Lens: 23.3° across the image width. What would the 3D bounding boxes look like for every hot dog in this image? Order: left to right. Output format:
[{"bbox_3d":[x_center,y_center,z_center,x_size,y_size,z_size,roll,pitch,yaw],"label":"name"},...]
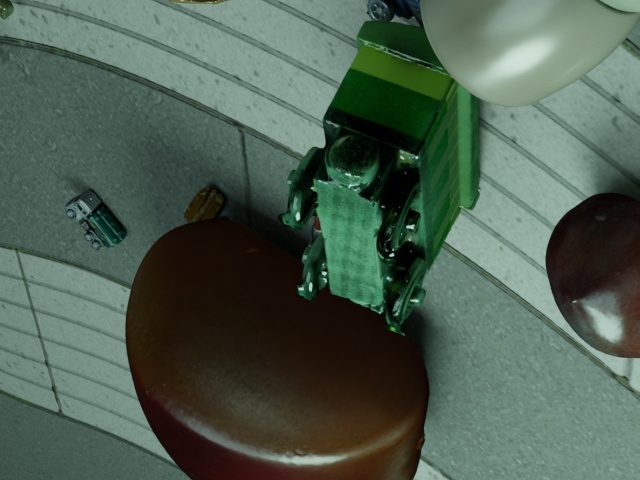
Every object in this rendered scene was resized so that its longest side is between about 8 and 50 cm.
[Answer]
[{"bbox_3d":[-0.138,-0.040,1.861,0.037,0.021,0.083,29,147,-10],"label":"hot dog"}]

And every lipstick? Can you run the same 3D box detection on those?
[{"bbox_3d":[0.000,0.000,1.735,0.025,0.025,0.107,31,146,24],"label":"lipstick"}]

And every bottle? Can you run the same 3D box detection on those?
[{"bbox_3d":[0.200,-0.207,1.172,0.147,0.147,0.236,52,140,-9],"label":"bottle"}]

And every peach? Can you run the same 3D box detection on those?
[{"bbox_3d":[0.265,0.026,1.341,0.152,0.152,0.152,30,145,25],"label":"peach"}]

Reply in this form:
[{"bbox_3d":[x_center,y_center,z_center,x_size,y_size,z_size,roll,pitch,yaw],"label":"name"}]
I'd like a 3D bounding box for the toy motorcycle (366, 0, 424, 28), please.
[{"bbox_3d":[0.084,-0.243,1.327,0.205,0.076,0.114,52,144,-3],"label":"toy motorcycle"}]

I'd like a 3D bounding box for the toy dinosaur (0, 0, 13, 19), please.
[{"bbox_3d":[-0.470,-0.274,1.939,0.162,0.077,0.294,44,149,5],"label":"toy dinosaur"}]

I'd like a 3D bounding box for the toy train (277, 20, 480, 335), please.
[{"bbox_3d":[0.058,-0.049,1.390,0.120,0.202,0.301,22,160,15],"label":"toy train"}]

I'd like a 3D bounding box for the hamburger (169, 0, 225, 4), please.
[{"bbox_3d":[-0.101,-0.298,1.387,0.214,0.213,0.108,128,141,-58],"label":"hamburger"}]

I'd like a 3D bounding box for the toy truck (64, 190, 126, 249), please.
[{"bbox_3d":[-0.294,-0.027,2.044,0.044,0.039,0.083,-30,103,41],"label":"toy truck"}]

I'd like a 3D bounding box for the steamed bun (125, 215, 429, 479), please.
[{"bbox_3d":[-0.067,0.166,1.762,0.379,0.248,0.235,34,156,21],"label":"steamed bun"}]
